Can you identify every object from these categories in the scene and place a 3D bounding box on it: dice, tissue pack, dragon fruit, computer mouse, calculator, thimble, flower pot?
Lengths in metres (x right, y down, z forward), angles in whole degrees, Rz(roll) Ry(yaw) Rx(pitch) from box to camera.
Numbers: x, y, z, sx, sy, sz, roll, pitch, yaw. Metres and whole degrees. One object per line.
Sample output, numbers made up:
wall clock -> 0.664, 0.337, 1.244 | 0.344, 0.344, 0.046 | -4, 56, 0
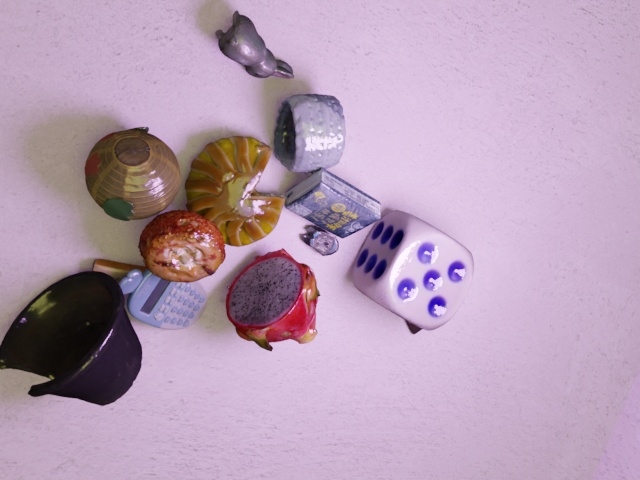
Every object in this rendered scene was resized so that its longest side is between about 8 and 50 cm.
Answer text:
dice -> 0.310, 0.098, 1.900 | 0.304, 0.277, 0.304 | 30, 92, -22
tissue pack -> 0.039, -0.108, 1.781 | 0.257, 0.185, 0.081 | 27, 53, -33
dragon fruit -> -0.123, 0.204, 1.760 | 0.305, 0.305, 0.226 | -42, 137, -7
computer mouse -> 0.000, 0.000, 1.881 | 0.135, 0.047, 0.079 | 28, 100, -18
calculator -> -0.468, 0.168, 1.697 | 0.302, 0.042, 0.188 | 37, 86, -42
thimble -> -0.036, -0.313, 1.691 | 0.171, 0.205, 0.250 | -6, 134, -22
flower pot -> -0.641, 0.294, 1.565 | 0.379, 0.379, 0.251 | -39, 134, -9

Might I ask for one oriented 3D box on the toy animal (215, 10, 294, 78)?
toy animal -> -0.183, -0.524, 1.627 | 0.251, 0.125, 0.127 | 34, 63, -42

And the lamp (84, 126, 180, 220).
lamp -> -0.505, -0.166, 1.543 | 0.250, 0.284, 0.250 | 5, 62, -10

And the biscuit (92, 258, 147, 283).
biscuit -> -0.574, 0.101, 1.668 | 0.187, 0.052, 0.056 | 14, 111, -26

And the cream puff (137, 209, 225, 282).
cream puff -> -0.381, 0.013, 1.577 | 0.239, 0.164, 0.240 | -10, 134, -11

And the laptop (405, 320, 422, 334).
laptop -> 0.363, 0.233, 2.109 | 0.153, 0.026, 0.207 | -32, 113, -9

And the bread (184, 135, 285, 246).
bread -> -0.248, -0.138, 1.678 | 0.332, 0.160, 0.333 | -6, 107, -20
